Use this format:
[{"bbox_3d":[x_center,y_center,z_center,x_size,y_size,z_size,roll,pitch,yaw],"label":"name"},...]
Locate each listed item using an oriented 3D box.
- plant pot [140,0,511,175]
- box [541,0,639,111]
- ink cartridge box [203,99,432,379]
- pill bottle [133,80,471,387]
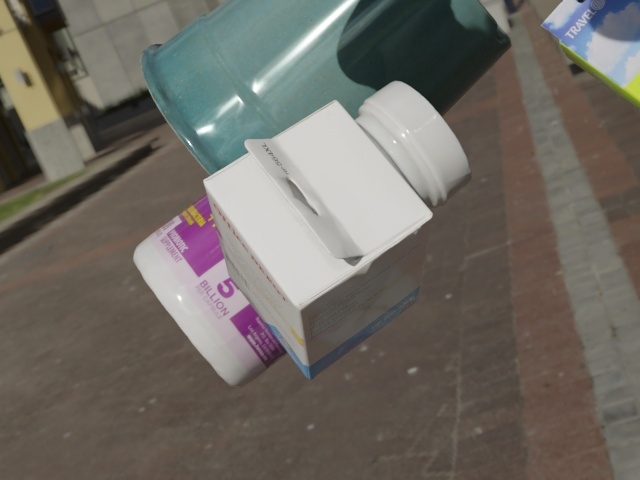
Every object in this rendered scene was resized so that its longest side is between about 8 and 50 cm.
[{"bbox_3d":[0.022,-0.218,1.133,0.334,0.341,0.341,-42,8,15],"label":"plant pot"},{"bbox_3d":[0.283,-0.159,0.767,0.109,0.178,0.042,-48,-27,7],"label":"box"},{"bbox_3d":[0.000,0.000,0.537,0.090,0.092,0.143,-34,-21,-14],"label":"ink cartridge box"},{"bbox_3d":[-0.011,-0.014,0.893,0.301,0.169,0.169,-38,15,-7],"label":"pill bottle"}]
